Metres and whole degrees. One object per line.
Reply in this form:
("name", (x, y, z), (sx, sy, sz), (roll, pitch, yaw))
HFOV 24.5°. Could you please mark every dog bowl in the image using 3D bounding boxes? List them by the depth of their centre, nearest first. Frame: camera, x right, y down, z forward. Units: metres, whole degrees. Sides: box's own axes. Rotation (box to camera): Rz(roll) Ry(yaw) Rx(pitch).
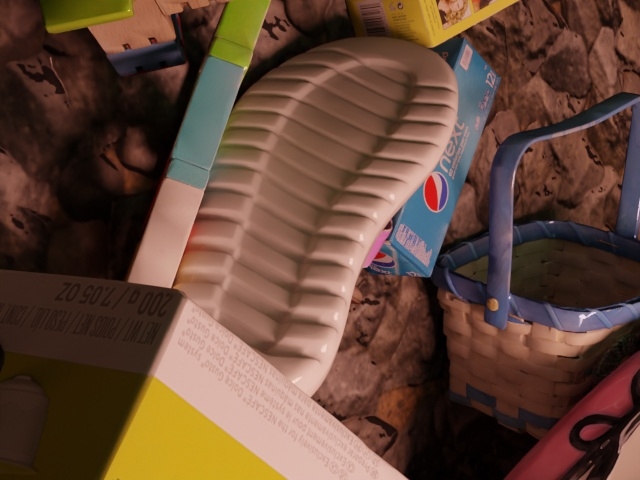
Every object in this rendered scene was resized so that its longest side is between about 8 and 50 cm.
("dog bowl", (0.292, 0.236, 1.362), (0.408, 0.150, 0.408), (-37, 158, -18))

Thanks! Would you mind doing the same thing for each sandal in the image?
("sandal", (-0.016, -0.016, 1.144), (0.102, 0.169, 0.416), (96, 18, -46))

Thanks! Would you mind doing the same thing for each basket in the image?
("basket", (0.232, 0.019, 1.381), (0.255, 0.201, 0.289), (-22, 118, -45))

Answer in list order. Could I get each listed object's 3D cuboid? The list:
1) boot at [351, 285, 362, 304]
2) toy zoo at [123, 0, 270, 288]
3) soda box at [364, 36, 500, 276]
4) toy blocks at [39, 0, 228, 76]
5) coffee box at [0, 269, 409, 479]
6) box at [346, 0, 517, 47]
("boot", (0.000, 0.000, 1.243), (0.118, 0.042, 0.087), (23, 72, -47))
("toy zoo", (-0.103, -0.024, 1.033), (0.030, 0.192, 0.293), (20, 74, -7))
("soda box", (0.086, -0.075, 1.313), (0.067, 0.071, 0.210), (41, 62, -41))
("toy blocks", (-0.130, -0.280, 0.947), (0.261, 0.191, 0.381), (67, 11, -78))
("coffee box", (-0.155, 0.239, 0.794), (0.338, 0.338, 0.334), (45, 60, -41))
("box", (0.129, -0.232, 1.346), (0.232, 0.087, 0.058), (-33, 113, -41))
